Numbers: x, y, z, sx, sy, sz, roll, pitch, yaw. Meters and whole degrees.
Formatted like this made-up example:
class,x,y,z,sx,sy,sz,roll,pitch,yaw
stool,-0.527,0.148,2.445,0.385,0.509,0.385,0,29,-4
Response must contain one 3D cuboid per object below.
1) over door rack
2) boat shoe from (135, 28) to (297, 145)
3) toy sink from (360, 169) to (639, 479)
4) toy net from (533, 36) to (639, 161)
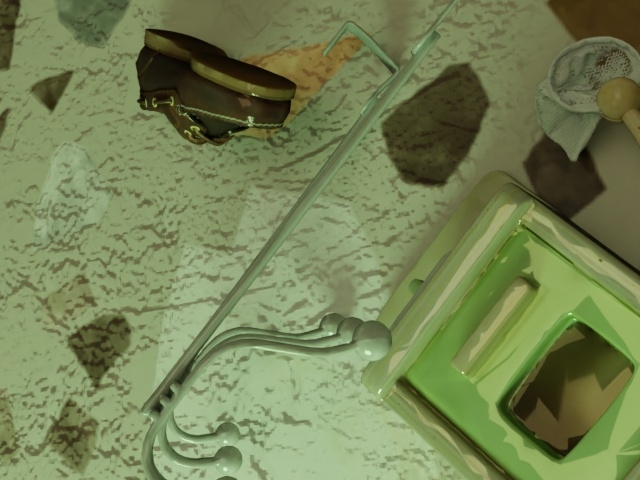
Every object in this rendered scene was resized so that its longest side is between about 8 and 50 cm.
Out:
class,x,y,z,sx,sy,sz,roll,pitch,yaw
over door rack,0.000,0.000,0.694,0.108,0.239,0.324,26,85,-4
boat shoe,-0.083,-0.107,0.835,0.207,0.073,0.073,34,113,57
toy sink,0.127,0.064,0.672,0.234,0.131,0.153,42,101,28
toy net,0.203,-0.100,0.658,0.232,0.045,0.122,16,93,54
